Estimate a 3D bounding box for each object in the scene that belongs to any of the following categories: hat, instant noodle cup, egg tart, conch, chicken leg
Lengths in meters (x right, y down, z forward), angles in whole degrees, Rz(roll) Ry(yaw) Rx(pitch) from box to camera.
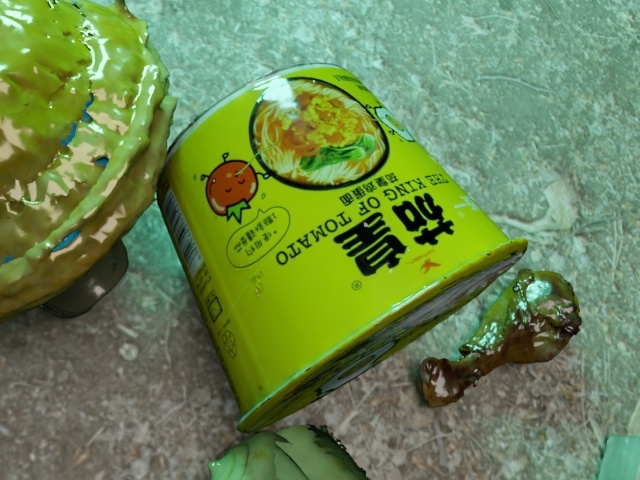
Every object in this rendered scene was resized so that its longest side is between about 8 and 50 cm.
[{"bbox_3d":[-0.293,-0.001,0.673,0.147,0.085,0.175,-40,111,-22],"label":"hat"},{"bbox_3d":[0.000,0.000,0.643,0.326,0.325,0.254,-26,72,-24],"label":"instant noodle cup"},{"bbox_3d":[-0.314,-0.105,0.567,0.388,0.169,0.387,-9,57,14],"label":"egg tart"},{"bbox_3d":[-0.004,0.271,0.642,0.251,0.143,0.137,20,109,-25],"label":"conch"},{"bbox_3d":[0.221,0.125,0.791,0.252,0.087,0.107,-29,62,-18],"label":"chicken leg"}]

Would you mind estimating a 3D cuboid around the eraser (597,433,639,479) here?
[{"bbox_3d":[0.368,0.413,0.738,0.144,0.078,0.343,31,66,-8],"label":"eraser"}]
